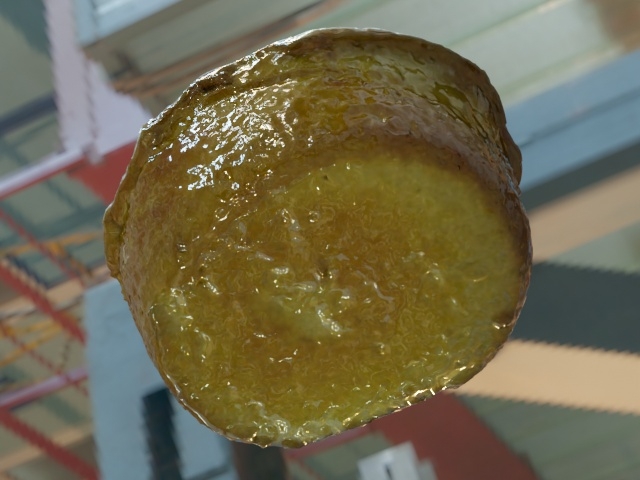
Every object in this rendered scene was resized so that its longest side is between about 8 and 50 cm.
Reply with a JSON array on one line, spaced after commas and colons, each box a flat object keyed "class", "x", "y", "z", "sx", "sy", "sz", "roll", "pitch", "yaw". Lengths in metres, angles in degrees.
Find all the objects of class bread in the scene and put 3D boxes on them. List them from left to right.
[{"class": "bread", "x": 0.000, "y": 0.000, "z": 1.064, "sx": 0.268, "sy": 0.268, "sz": 0.146, "roll": 54, "pitch": -171, "yaw": -37}]
